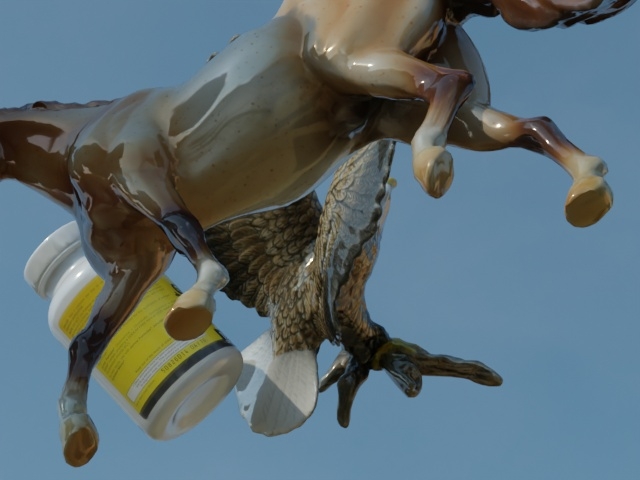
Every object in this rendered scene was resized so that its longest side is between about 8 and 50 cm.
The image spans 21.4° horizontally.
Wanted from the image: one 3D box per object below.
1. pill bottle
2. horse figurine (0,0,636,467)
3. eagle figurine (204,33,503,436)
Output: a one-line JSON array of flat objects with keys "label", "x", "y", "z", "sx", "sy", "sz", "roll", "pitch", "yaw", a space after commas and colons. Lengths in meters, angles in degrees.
[{"label": "pill bottle", "x": -0.158, "y": 0.070, "z": 1.395, "sx": 0.184, "sy": 0.103, "sz": 0.103, "roll": 44, "pitch": -46, "yaw": 17}, {"label": "horse figurine", "x": -0.012, "y": -0.034, "z": 0.560, "sx": 0.263, "sy": 0.174, "sz": 0.066, "roll": -27, "pitch": -56, "yaw": 3}, {"label": "eagle figurine", "x": 0.002, "y": -0.007, "z": 1.402, "sx": 0.226, "sy": 0.225, "sz": 0.298, "roll": -16, "pitch": -55, "yaw": 10}]
